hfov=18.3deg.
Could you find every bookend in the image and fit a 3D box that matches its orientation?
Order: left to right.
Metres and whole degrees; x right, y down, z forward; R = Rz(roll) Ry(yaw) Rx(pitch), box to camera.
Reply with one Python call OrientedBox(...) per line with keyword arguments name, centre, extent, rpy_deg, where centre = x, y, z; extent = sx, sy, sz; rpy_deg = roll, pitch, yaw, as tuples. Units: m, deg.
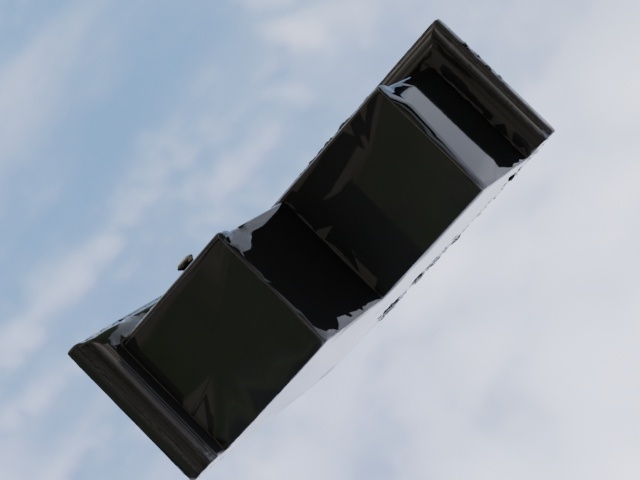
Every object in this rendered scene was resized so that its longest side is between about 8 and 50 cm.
OrientedBox(name="bookend", centre=(0.000, 0.000, 0.807), extent=(0.156, 0.072, 0.157), rpy_deg=(-48, 173, 26))
